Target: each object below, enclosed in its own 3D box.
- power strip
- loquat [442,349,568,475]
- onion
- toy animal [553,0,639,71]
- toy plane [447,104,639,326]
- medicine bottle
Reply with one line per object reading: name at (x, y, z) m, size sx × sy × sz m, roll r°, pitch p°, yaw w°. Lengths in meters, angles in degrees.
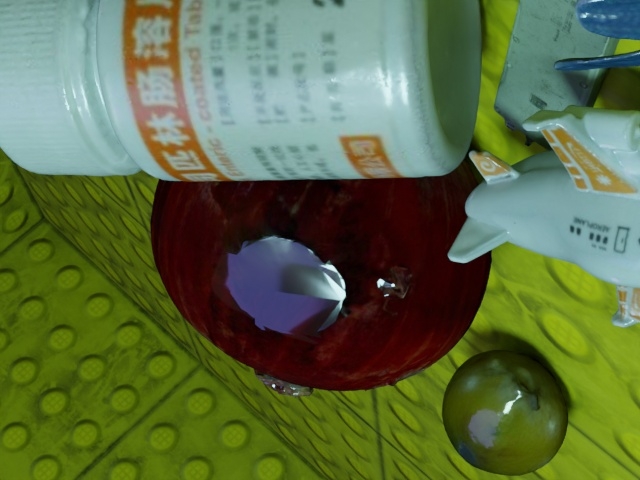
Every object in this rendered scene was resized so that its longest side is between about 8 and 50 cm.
power strip at (0.186, -0.137, 0.923) m, size 0.080 × 0.029 × 0.227 m, roll 39°, pitch 160°, yaw 17°
loquat at (0.218, 0.203, 1.376) m, size 0.152 × 0.152 × 0.195 m, roll 42°, pitch 153°, yaw 17°
onion at (0.007, -0.005, 1.130) m, size 0.341 × 0.341 × 0.341 m, roll 41°, pitch 161°, yaw 18°
toy animal at (0.247, -0.126, 0.615) m, size 0.255 × 0.239 × 0.176 m, roll -36°, pitch 63°, yaw 32°
toy plane at (0.220, -0.015, 0.922) m, size 0.244 × 0.117 × 0.245 m, roll 27°, pitch 153°, yaw 15°
medicine bottle at (-0.071, -0.151, 0.937) m, size 0.371 × 0.211 × 0.211 m, roll 0°, pitch 140°, yaw 20°
